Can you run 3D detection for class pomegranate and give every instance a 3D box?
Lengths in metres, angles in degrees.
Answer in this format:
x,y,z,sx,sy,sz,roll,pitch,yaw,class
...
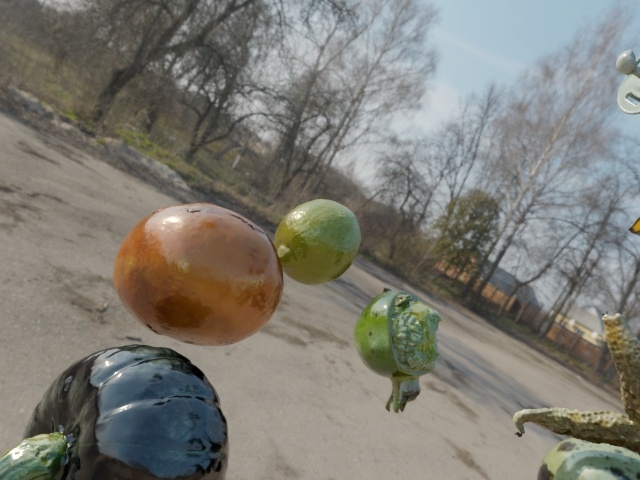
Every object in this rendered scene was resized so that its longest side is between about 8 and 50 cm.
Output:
x,y,z,sx,sy,sz,roll,pitch,yaw,class
0.216,0.300,1.389,0.260,0.341,0.260,4,-18,1,pomegranate

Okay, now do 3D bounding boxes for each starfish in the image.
x,y,z,sx,sy,sz,roll,pitch,yaw,class
0.613,0.306,0.931,0.432,0.324,0.082,14,31,21,starfish

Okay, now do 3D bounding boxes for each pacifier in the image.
x,y,z,sx,sy,sz,roll,pitch,yaw,class
0.577,-0.308,0.894,0.116,0.150,0.127,18,39,-16,pacifier

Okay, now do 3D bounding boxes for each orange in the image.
x,y,z,sx,sy,sz,roll,pitch,yaw,class
-0.202,0.063,0.859,0.283,0.226,0.284,10,-19,3,orange

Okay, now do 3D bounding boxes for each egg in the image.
x,y,z,sx,sy,sz,roll,pitch,yaw,class
0.646,0.572,1.033,0.379,0.288,0.287,19,-3,37,egg

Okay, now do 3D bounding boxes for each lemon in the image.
x,y,z,sx,sy,sz,roll,pitch,yaw,class
0.000,0.000,1.097,0.184,0.184,0.248,32,41,24,lemon

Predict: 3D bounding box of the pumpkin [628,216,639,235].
x,y,z,sx,sy,sz,roll,pitch,yaw,class
0.617,-0.055,0.769,0.111,0.279,0.163,26,41,9,pumpkin

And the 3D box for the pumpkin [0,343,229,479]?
x,y,z,sx,sy,sz,roll,pitch,yaw,class
-0.275,0.270,0.635,0.295,0.296,0.296,30,5,-3,pumpkin
